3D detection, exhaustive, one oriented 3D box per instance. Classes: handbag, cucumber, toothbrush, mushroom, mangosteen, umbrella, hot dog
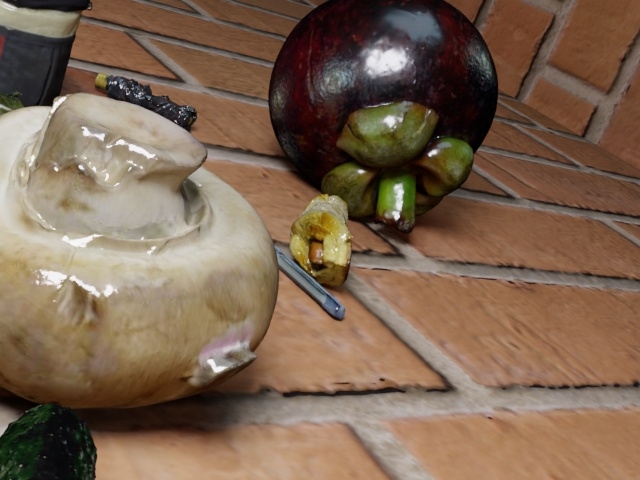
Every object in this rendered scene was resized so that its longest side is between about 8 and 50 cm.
[{"bbox_3d":[-0.388,-0.248,1.075,0.254,0.181,0.181,28,19,18],"label":"handbag"},{"bbox_3d":[-0.138,0.142,0.462,0.067,0.067,0.245,18,23,-12],"label":"cucumber"},{"bbox_3d":[-0.043,0.017,1.011,0.019,0.016,0.219,16,17,-45],"label":"toothbrush"},{"bbox_3d":[-0.138,0.007,0.671,0.255,0.184,0.255,22,19,-8],"label":"mushroom"},{"bbox_3d":[0.072,-0.165,1.272,0.300,0.300,0.300,20,19,-7],"label":"mangosteen"},{"bbox_3d":[-0.229,-0.184,1.304,0.144,0.040,0.037,25,28,10],"label":"umbrella"},{"bbox_3d":[-0.001,-0.001,1.025,0.061,0.078,0.169,6,15,-2],"label":"hot dog"}]

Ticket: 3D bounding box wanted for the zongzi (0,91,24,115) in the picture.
[{"bbox_3d":[-0.337,-0.094,0.931,0.154,0.062,0.130,0,40,-35],"label":"zongzi"}]
